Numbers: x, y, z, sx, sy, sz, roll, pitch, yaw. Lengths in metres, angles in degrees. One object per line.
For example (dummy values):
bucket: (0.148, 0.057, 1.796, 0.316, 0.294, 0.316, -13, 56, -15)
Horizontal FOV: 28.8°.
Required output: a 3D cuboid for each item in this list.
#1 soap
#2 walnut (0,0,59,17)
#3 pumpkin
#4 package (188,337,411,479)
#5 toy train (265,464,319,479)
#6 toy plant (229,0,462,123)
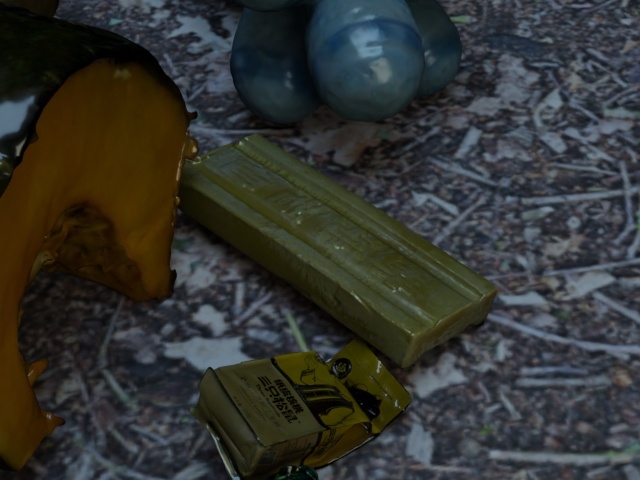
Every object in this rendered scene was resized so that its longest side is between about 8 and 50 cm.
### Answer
soap: (0.000, -0.001, 0.898, 0.252, 0.037, 0.092, 34, 41, 31)
walnut: (-0.316, -0.226, 1.037, 0.228, 0.228, 0.228, -2, 46, 2)
pumpkin: (-0.233, -0.024, 0.804, 0.226, 0.256, 0.303, 7, 32, 15)
package: (-0.013, 0.108, 0.798, 0.131, 0.047, 0.071, -9, 43, -41)
toy train: (0.001, 0.229, 0.636, 0.154, 0.115, 0.269, -15, 48, -18)
toy plant: (0.014, -0.225, 1.009, 0.247, 0.247, 0.332, -12, 50, -7)
